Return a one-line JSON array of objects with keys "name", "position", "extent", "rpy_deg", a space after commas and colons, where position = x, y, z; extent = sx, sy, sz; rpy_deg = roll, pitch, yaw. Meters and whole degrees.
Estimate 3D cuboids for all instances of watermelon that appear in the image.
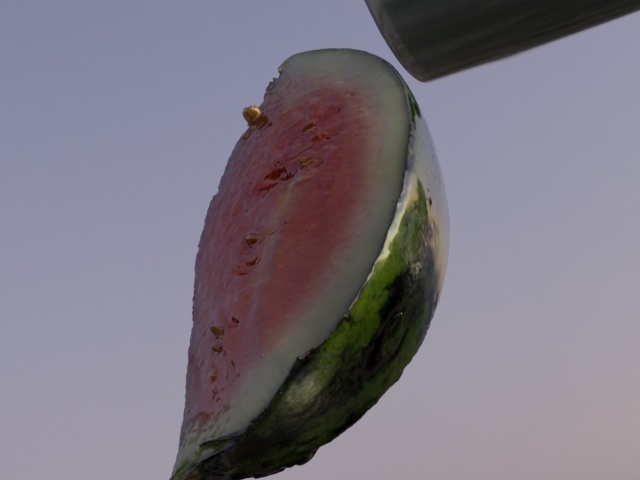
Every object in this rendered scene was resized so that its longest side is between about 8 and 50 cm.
[{"name": "watermelon", "position": [-0.004, -0.003, 0.667], "extent": [0.119, 0.245, 0.063], "rpy_deg": [-7, -40, 24]}]

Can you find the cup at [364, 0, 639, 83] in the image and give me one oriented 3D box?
[{"name": "cup", "position": [0.170, -0.324, 1.224], "extent": [0.274, 0.357, 0.259], "rpy_deg": [-15, -35, 19]}]
